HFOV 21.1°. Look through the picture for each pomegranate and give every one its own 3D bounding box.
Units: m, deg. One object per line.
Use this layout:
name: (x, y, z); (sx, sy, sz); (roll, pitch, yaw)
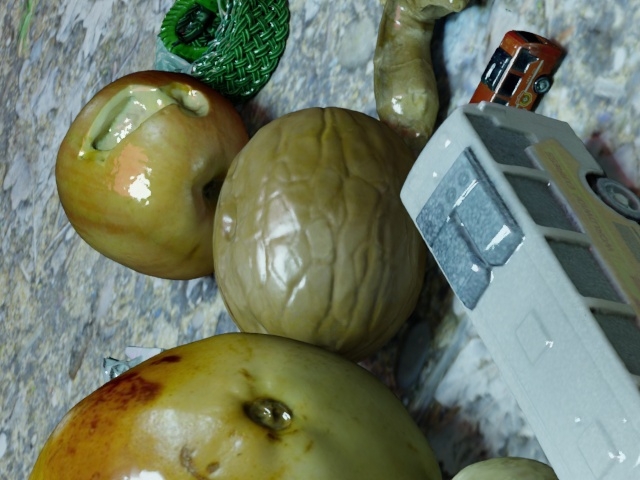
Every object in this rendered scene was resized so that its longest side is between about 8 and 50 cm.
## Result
pomegranate: (-0.054, 0.219, 1.174); (0.319, 0.319, 0.319); (-27, 56, 49)

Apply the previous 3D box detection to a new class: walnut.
walnut: (0.000, 0.000, 1.276); (0.167, 0.167, 0.207); (-22, 59, 51)

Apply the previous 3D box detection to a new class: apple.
apple: (-0.137, -0.053, 1.489); (0.199, 0.199, 0.199); (-27, 56, 49)

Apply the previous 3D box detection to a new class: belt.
belt: (-0.101, -0.186, 1.570); (0.151, 0.079, 0.121); (-38, 48, 43)

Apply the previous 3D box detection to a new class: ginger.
ginger: (0.081, -0.179, 1.318); (0.133, 0.059, 0.214); (-24, 56, 55)

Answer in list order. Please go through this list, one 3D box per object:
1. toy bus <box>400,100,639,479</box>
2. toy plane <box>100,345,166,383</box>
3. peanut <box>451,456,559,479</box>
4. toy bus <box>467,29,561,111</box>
toy bus: (0.161, 0.051, 1.037); (0.097, 0.138, 0.342); (-57, 39, 29)
toy plane: (-0.200, 0.224, 1.532); (0.182, 0.107, 0.273); (21, 91, 52)
peanut: (0.135, 0.244, 1.013); (0.137, 0.122, 0.253); (-41, 47, 16)
toy bus: (0.129, -0.098, 1.229); (0.110, 0.043, 0.031); (-63, 35, 17)
